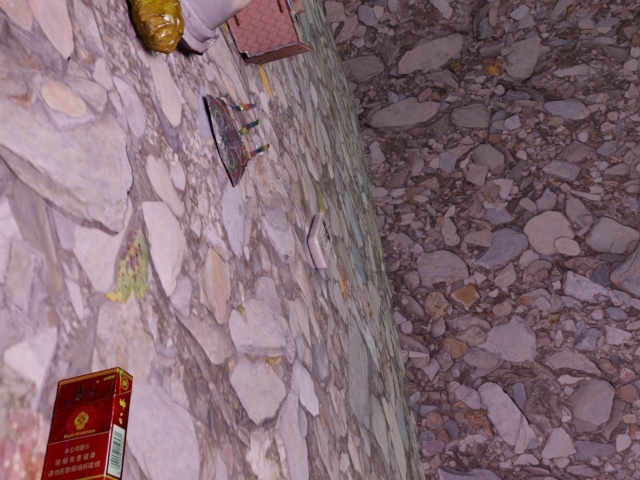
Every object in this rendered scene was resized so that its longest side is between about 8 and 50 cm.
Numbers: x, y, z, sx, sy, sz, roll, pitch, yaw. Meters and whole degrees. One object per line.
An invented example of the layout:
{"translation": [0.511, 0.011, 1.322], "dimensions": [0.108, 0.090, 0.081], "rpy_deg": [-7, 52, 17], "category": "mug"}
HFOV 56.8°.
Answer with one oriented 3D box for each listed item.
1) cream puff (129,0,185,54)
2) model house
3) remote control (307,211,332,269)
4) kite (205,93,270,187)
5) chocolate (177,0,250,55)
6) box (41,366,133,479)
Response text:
{"translation": [-0.205, -0.285, 0.757], "dimensions": [0.083, 0.058, 0.083], "rpy_deg": [60, 20, -45], "category": "cream puff"}
{"translation": [-0.108, -0.503, 1.235], "dimensions": [0.326, 0.168, 0.245], "rpy_deg": [57, 26, -67], "category": "model house"}
{"translation": [0.000, 0.000, 1.453], "dimensions": [0.190, 0.029, 0.088], "rpy_deg": [-74, 147, -68], "category": "remote control"}
{"translation": [-0.142, -0.190, 1.060], "dimensions": [0.285, 0.015, 0.152], "rpy_deg": [-58, 135, -71], "category": "kite"}
{"translation": [-0.165, -0.386, 0.870], "dimensions": [0.221, 0.147, 0.222], "rpy_deg": [-15, 90, -83], "category": "chocolate"}
{"translation": [-0.166, 0.136, 0.425], "dimensions": [0.023, 0.051, 0.082], "rpy_deg": [62, 18, -52], "category": "box"}
